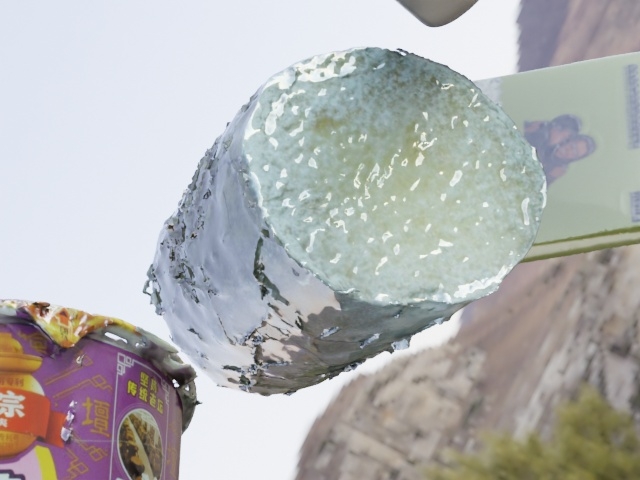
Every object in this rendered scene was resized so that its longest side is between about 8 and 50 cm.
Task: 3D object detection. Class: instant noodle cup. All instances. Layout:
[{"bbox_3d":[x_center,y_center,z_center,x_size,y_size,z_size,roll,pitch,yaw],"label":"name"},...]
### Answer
[{"bbox_3d":[-0.234,0.226,0.966,0.340,0.340,0.266,100,165,-57],"label":"instant noodle cup"}]

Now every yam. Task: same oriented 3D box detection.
[{"bbox_3d":[0.000,0.000,1.260,0.241,0.241,0.348,-57,9,-31],"label":"yam"}]

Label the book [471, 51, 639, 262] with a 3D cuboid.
[{"bbox_3d":[0.195,-0.081,1.596,0.035,0.352,0.239,54,-148,-51],"label":"book"}]

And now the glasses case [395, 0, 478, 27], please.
[{"bbox_3d":[0.070,-0.223,1.103,0.092,0.059,0.233,-46,-25,13],"label":"glasses case"}]
